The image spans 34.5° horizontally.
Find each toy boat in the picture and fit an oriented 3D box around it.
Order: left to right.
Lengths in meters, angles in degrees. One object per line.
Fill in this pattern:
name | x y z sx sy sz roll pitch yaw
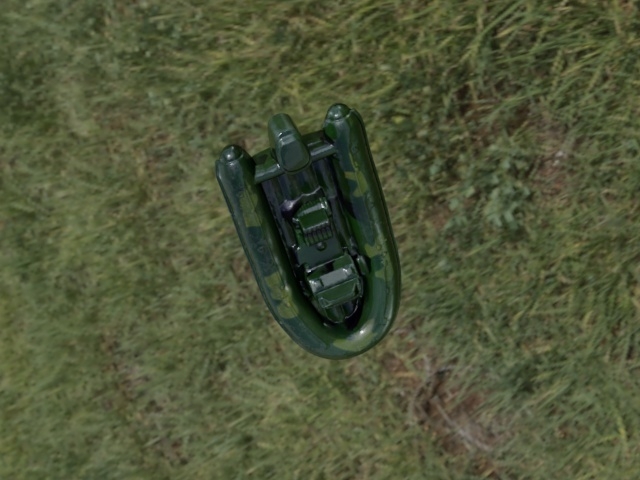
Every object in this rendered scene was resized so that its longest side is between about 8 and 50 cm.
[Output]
toy boat | 0.000 0.000 0.711 0.052 0.104 0.210 -122 11 -53
